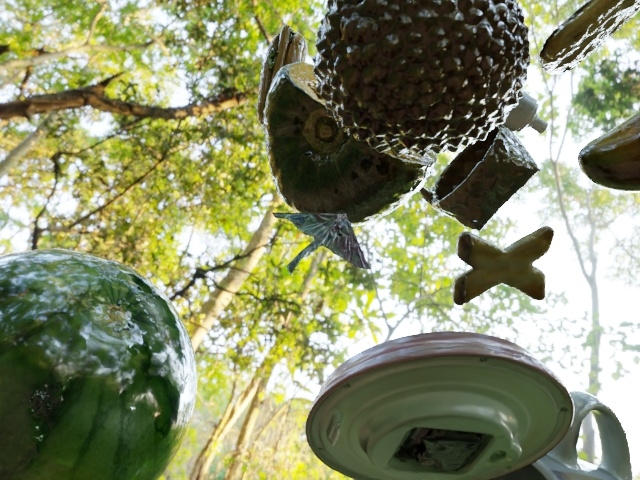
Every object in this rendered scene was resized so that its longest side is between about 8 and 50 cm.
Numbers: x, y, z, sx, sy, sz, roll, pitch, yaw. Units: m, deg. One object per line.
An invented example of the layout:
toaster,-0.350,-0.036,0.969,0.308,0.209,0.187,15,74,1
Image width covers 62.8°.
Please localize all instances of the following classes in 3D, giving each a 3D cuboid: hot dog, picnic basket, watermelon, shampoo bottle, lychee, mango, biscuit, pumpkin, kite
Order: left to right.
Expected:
watermelon,-0.227,0.125,0.438,0.242,0.242,0.242,13,-37,10
hot dog,-0.094,-0.378,1.211,0.100,0.250,0.068,4,-15,19
kite,0.000,0.000,0.626,0.139,0.156,0.011,31,-52,13
pumpkin,0.032,-0.151,0.946,0.325,0.242,0.232,47,-50,24
lychee,0.113,-0.222,0.644,0.267,0.268,0.268,13,-37,10
picnic basket,0.366,-0.225,1.401,0.337,0.337,0.293,34,-70,-18
shampoo bottle,0.398,-0.342,1.226,0.303,0.092,0.092,32,-37,-3
biscuit,0.371,0.051,1.071,0.207,0.047,0.165,-3,-69,-10
biscuit,0.362,-0.286,0.602,0.247,0.029,0.118,-43,-25,30
mango,0.511,-0.147,0.755,0.267,0.133,0.111,-18,-18,15

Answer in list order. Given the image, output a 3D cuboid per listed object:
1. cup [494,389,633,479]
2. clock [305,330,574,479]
cup,0.321,0.342,0.665,0.256,0.301,0.227,15,0,-30
clock,0.106,0.172,0.485,0.244,0.056,0.245,-1,-48,-1
